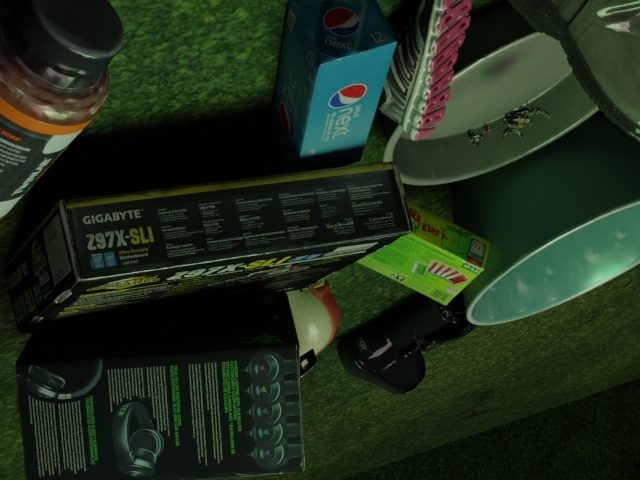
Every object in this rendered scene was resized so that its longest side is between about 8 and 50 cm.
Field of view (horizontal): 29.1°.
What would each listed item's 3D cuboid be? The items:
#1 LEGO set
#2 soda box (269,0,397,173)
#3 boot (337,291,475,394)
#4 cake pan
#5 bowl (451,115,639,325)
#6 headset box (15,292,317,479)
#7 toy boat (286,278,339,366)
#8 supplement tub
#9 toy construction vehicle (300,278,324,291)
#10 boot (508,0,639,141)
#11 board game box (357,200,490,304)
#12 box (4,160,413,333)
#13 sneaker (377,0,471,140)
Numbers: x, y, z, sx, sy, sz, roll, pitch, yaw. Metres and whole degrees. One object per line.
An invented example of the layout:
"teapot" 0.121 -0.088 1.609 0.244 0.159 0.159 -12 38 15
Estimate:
"LEGO set" 0.187 -0.121 1.240 0.083 0.023 0.054 -10 157 -2
"soda box" 0.006 -0.134 1.080 0.071 0.067 0.210 -19 160 -15
"boot" 0.169 0.159 1.972 0.207 0.094 0.246 -28 154 22
"cake pan" 0.188 -0.155 1.256 0.293 0.054 0.293 -21 160 -8
"bowl" 0.285 -0.040 1.499 0.311 0.163 0.311 -21 161 -8
"headset box" -0.145 0.145 1.258 0.283 0.131 0.246 -3 -170 -3
"toy boat" -0.057 0.080 1.494 0.231 0.151 0.151 -45 -179 45
"supplement tub" -0.218 -0.097 0.860 0.106 0.106 0.198 -2 151 -47
"toy construction vehicle" 0.000 0.000 1.348 0.035 0.098 0.086 -4 167 -25
"boot" 0.272 -0.193 1.011 0.161 0.246 0.083 -38 -169 43
"board game box" 0.088 0.000 1.394 0.181 0.043 0.092 26 143 -10
"box" -0.114 0.010 1.173 0.322 0.079 0.257 -8 168 -26
"sneaker" 0.080 -0.170 1.084 0.063 0.075 0.170 -41 152 -40
